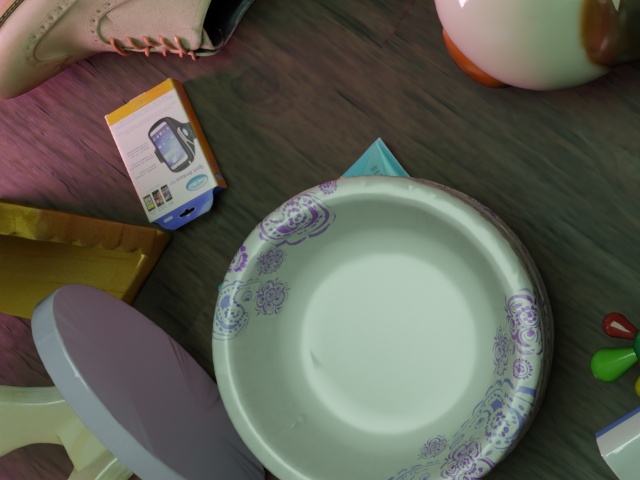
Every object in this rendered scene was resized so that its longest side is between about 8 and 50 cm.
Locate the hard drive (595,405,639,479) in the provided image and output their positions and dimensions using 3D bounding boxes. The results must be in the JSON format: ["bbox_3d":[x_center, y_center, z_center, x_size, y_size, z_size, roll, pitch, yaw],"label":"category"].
[{"bbox_3d":[0.405,0.140,1.256,0.319,0.040,0.210,-35,117,16],"label":"hard drive"}]

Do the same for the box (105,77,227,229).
[{"bbox_3d":[-0.148,-0.079,1.568,0.081,0.028,0.136,-28,79,17],"label":"box"}]

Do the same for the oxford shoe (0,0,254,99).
[{"bbox_3d":[-0.172,-0.225,1.533,0.397,0.140,0.146,-31,83,19],"label":"oxford shoe"}]

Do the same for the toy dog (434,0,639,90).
[{"bbox_3d":[0.137,-0.306,1.299,0.285,0.408,0.395,-15,35,45],"label":"toy dog"}]

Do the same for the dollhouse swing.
[{"bbox_3d":[-0.362,0.101,1.464,0.315,0.347,0.305,11,89,22],"label":"dollhouse swing"}]

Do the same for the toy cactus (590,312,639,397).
[{"bbox_3d":[0.325,0.067,1.295,0.219,0.180,0.112,1,66,17],"label":"toy cactus"}]

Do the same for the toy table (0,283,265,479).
[{"bbox_3d":[-0.198,0.178,1.465,0.161,0.252,0.274,-36,107,21],"label":"toy table"}]

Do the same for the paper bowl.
[{"bbox_3d":[0.060,0.085,1.395,0.284,0.148,0.284,1,92,15],"label":"paper bowl"}]

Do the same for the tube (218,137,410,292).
[{"bbox_3d":[0.000,0.000,1.495,0.207,0.052,0.080,-39,84,8],"label":"tube"}]
